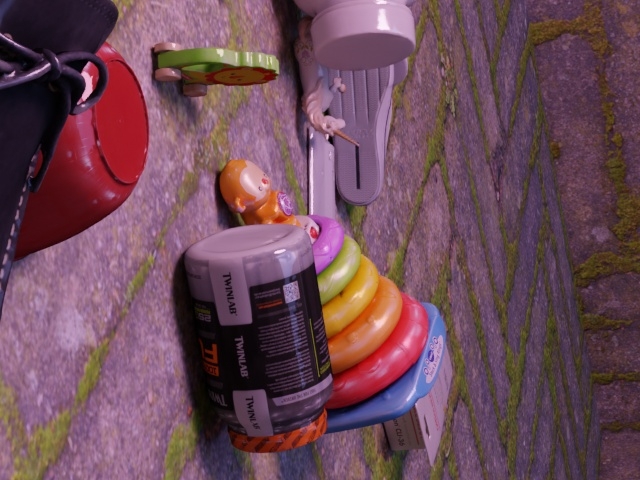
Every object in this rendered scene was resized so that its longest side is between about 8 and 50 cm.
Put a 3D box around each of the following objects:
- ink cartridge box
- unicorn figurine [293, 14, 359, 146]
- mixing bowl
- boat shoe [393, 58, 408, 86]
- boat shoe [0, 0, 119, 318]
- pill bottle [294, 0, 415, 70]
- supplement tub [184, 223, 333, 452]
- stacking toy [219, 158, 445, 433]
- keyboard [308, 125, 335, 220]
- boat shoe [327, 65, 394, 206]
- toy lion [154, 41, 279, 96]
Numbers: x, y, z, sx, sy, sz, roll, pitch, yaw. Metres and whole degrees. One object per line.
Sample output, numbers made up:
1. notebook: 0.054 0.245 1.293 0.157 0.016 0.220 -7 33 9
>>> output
1. ink cartridge box: 0.120 0.192 1.992 0.198 0.067 0.115 -72 152 -54
2. unicorn figurine: 0.000 -0.180 1.741 0.162 0.060 0.111 66 20 -6
3. mixing bowl: -0.180 -0.078 1.055 0.181 0.098 0.181 -6 90 -72
4. boat shoe: 0.061 -0.311 1.920 0.258 0.095 0.084 82 10 -46
5. boat shoe: -0.208 -0.117 0.886 0.187 0.156 0.500 42 47 -68
6. pill bottle: 0.036 -0.333 1.686 0.152 0.152 0.272 37 45 -67
7. supplement tub: -0.052 0.088 1.386 0.117 0.117 0.190 -45 128 -68
8. stacking toy: -0.012 0.037 1.529 0.302 0.166 0.175 58 32 -27
9. keyboard: 0.000 0.000 1.757 0.072 0.014 0.256 28 59 -64
10. boat shoe: 0.044 -0.156 1.851 0.076 0.083 0.226 -54 150 -81
11. toy lion: -0.088 -0.155 1.368 0.100 0.096 0.034 21 65 -70
